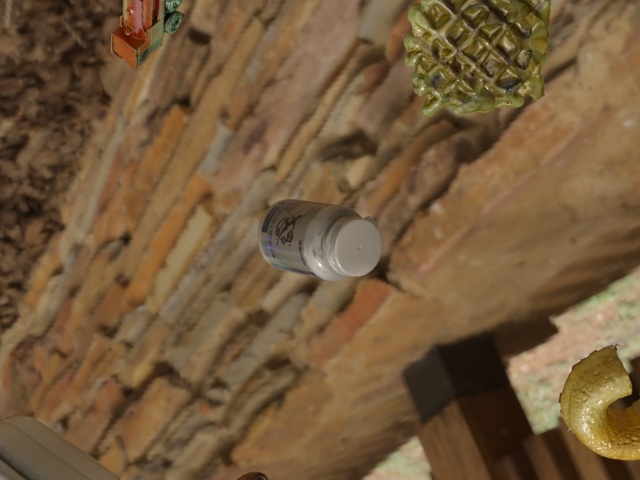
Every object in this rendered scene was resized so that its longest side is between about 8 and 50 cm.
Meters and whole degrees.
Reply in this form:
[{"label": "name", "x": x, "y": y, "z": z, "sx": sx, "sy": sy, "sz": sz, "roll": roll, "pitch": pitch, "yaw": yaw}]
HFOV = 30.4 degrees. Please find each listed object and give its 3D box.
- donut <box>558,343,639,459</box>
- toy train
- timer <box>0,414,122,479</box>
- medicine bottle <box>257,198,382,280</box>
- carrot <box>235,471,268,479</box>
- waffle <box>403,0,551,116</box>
[{"label": "donut", "x": 0.404, "y": 0.229, "z": 1.565, "sx": 0.181, "sy": 0.078, "sz": 0.146, "roll": 27, "pitch": 109, "yaw": -22}, {"label": "toy train", "x": -0.261, "y": -0.357, "z": 1.779, "sx": 0.118, "sy": 0.074, "sz": 0.176, "roll": -50, "pitch": 165, "yaw": -34}, {"label": "timer", "x": -0.253, "y": 0.304, "z": 1.133, "sx": 0.087, "sy": 0.262, "sz": 0.237, "roll": -23, "pitch": 124, "yaw": -41}, {"label": "medicine bottle", "x": 0.000, "y": 0.000, "z": 1.655, "sx": 0.107, "sy": 0.107, "sz": 0.191, "roll": -8, "pitch": -170, "yaw": -32}, {"label": "carrot", "x": -0.117, "y": 0.340, "z": 1.577, "sx": 0.036, "sy": 0.035, "sz": 0.165, "roll": -5, "pitch": 161, "yaw": -37}, {"label": "waffle", "x": 0.214, "y": -0.273, "z": 1.597, "sx": 0.204, "sy": 0.054, "sz": 0.223, "roll": -5, "pitch": 118, "yaw": -4}]
